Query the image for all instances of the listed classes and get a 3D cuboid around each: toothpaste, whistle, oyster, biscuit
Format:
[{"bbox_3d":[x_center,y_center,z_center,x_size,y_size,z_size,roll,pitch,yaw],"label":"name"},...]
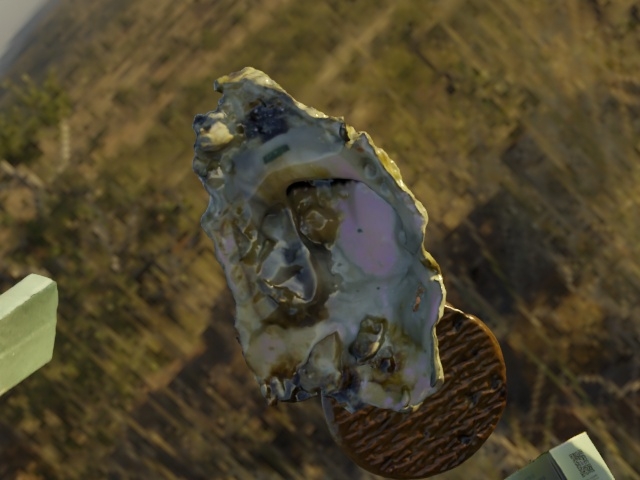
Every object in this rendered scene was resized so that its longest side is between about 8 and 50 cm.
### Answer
[{"bbox_3d":[0.176,0.315,1.682,0.089,0.071,0.313,-15,-21,-51],"label":"toothpaste"},{"bbox_3d":[-0.385,0.104,1.483,0.163,0.163,0.290,-40,1,25],"label":"whistle"},{"bbox_3d":[0.003,-0.001,1.452,0.201,0.354,0.107,-19,-3,10],"label":"oyster"},{"bbox_3d":[0.104,0.166,1.721,0.212,0.212,0.036,-46,11,0],"label":"biscuit"}]
